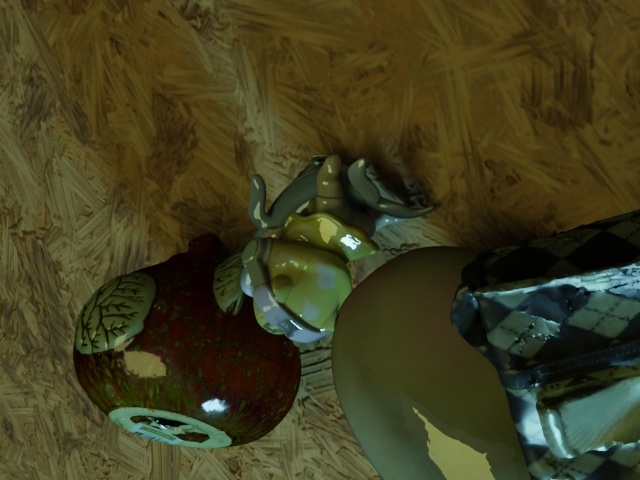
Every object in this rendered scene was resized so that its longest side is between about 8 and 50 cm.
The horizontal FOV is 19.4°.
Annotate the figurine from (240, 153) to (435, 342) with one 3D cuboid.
[{"bbox_3d":[0.000,0.000,1.742,0.128,0.184,0.208,31,134,-30],"label":"figurine"}]

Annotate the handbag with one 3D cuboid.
[{"bbox_3d":[0.286,0.170,1.394,0.316,0.180,0.416,-10,107,11],"label":"handbag"}]

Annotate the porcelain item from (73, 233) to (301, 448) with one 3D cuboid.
[{"bbox_3d":[-0.133,0.092,1.946,0.253,0.253,0.253,28,131,38],"label":"porcelain item"}]

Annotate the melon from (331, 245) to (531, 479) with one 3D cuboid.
[{"bbox_3d":[0.147,0.142,1.594,0.317,0.223,0.223,46,140,21],"label":"melon"}]
